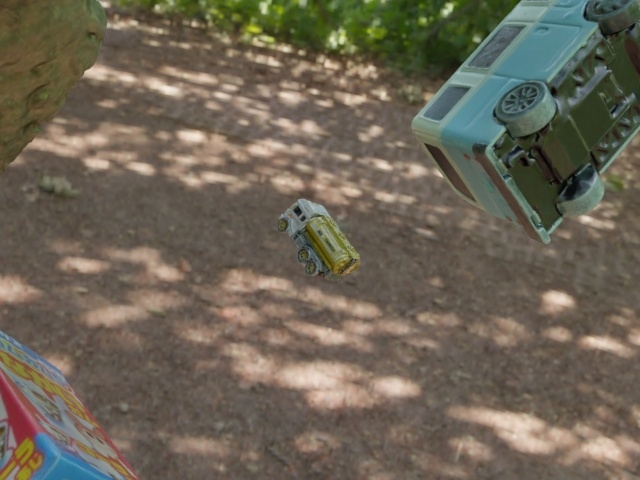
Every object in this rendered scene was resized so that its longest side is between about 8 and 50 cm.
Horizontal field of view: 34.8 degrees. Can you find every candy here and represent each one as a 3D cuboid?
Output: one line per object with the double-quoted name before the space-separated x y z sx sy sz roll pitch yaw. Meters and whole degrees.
"candy" -0.286 0.198 1.006 0.157 0.100 0.306 43 -7 -40

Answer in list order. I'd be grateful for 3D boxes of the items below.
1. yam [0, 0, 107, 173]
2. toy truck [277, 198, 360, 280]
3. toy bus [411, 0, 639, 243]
"yam" -0.261 -0.147 0.533 0.300 0.195 0.195 47 32 13
"toy truck" 0.000 0.000 1.313 0.052 0.063 0.123 16 34 -51
"toy bus" 0.221 -0.149 0.946 0.133 0.271 0.165 50 -13 -33
